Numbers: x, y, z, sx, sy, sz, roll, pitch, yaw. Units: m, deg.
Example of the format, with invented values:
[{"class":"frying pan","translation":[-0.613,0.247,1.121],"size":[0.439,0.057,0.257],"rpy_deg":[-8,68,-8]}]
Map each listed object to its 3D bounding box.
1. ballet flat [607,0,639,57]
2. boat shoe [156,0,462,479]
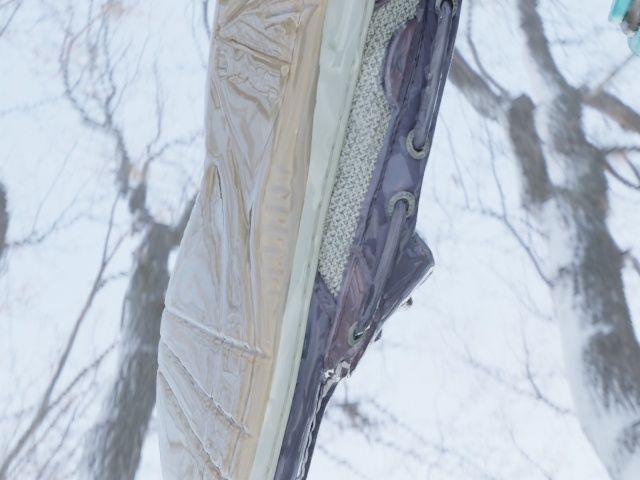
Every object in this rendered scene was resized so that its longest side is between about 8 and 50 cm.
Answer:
[{"class":"ballet flat","translation":[0.158,-0.112,0.723],"size":[0.087,0.247,0.083],"rpy_deg":[23,-68,-1]},{"class":"boat shoe","translation":[0.000,0.000,0.715],"size":[0.092,0.103,0.285],"rpy_deg":[1,-72,-28]}]
